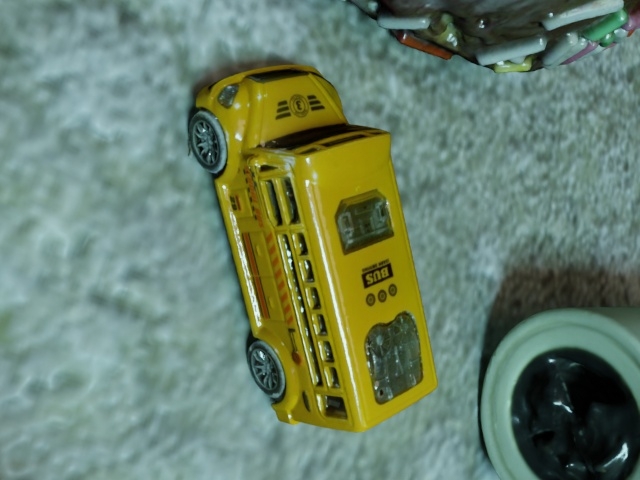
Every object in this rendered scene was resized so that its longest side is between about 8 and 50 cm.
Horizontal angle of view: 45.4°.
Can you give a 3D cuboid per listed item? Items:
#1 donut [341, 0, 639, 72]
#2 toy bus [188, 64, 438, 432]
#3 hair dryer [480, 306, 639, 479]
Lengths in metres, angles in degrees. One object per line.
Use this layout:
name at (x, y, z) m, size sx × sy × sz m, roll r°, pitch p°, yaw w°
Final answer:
donut at (0.105, -0.227, 0.409) m, size 0.345 × 0.136 × 0.259 m, roll 1°, pitch 84°, yaw -37°
toy bus at (0.000, 0.000, 0.347) m, size 0.069 × 0.074 × 0.162 m, roll -20°, pitch 101°, yaw -36°
hair dryer at (0.197, 0.221, 0.481) m, size 0.203 × 0.128 × 0.362 m, roll 4°, pitch 93°, yaw -39°
